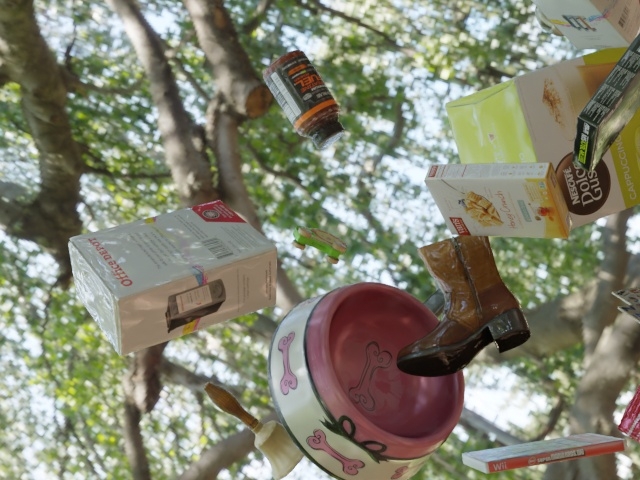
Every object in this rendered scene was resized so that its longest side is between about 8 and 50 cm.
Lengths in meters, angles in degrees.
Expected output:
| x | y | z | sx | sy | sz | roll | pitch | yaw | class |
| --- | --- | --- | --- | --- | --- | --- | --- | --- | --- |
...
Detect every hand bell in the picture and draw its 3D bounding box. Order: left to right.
| x | y | z | sx | sy | sz | roll | pitch | yaw | class |
| --- | --- | --- | --- | --- | --- | --- | --- | --- | --- |
| -0.147 | 0.375 | 1.920 | 0.126 | 0.242 | 0.126 | -47 | 12 | 13 | hand bell |

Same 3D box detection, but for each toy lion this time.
| x | y | z | sx | sy | sz | roll | pitch | yaw | class |
| --- | --- | --- | --- | --- | --- | --- | --- | --- | --- |
| 0.000 | 0.000 | 1.553 | 0.034 | 0.100 | 0.096 | -64 | 13 | 14 | toy lion |

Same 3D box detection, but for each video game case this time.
| x | y | z | sx | sy | sz | roll | pitch | yaw | class |
| --- | --- | --- | --- | --- | --- | --- | --- | --- | --- |
| 0.448 | 0.429 | 1.876 | 0.204 | 0.285 | 0.025 | 118 | 143 | -81 | video game case |

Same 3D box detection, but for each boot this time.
| x | y | z | sx | sy | sz | roll | pitch | yaw | class |
| --- | --- | --- | --- | --- | --- | --- | --- | --- | --- |
| 0.286 | 0.179 | 2.456 | 0.208 | 0.076 | 0.189 | -49 | 3 | -6 | boot |
| 0.241 | 0.109 | 1.806 | 0.264 | 0.280 | 0.096 | -24 | -40 | 7 | boot |

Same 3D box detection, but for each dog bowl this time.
| x | y | z | sx | sy | sz | roll | pitch | yaw | class |
| --- | --- | --- | --- | --- | --- | --- | --- | --- | --- |
| 0.107 | 0.260 | 1.796 | 0.408 | 0.408 | 0.150 | -29 | -10 | -45 | dog bowl |

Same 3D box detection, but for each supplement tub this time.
| x | y | z | sx | sy | sz | roll | pitch | yaw | class |
| --- | --- | --- | --- | --- | --- | --- | --- | --- | --- |
| -0.028 | -0.290 | 1.927 | 0.106 | 0.198 | 0.106 | -32 | -6 | -4 | supplement tub |

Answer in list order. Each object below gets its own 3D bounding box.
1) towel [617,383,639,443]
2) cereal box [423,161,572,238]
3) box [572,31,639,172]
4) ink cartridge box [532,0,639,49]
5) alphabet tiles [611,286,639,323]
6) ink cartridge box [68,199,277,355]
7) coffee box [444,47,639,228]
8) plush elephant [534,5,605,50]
| x | y | z | sx | sy | sz | roll | pitch | yaw | class |
| --- | --- | --- | --- | --- | --- | --- | --- | --- | --- |
| 0.695 | 0.326 | 1.683 | 0.031 | 0.275 | 0.199 | 15 | -77 | -46 | towel |
| 0.332 | -0.073 | 1.730 | 0.173 | 0.240 | 0.047 | 55 | -133 | -42 | cereal box |
| 0.496 | -0.229 | 1.557 | 0.191 | 0.045 | 0.184 | -52 | -20 | -10 | box |
| 0.502 | -0.455 | 1.712 | 0.176 | 0.127 | 0.128 | 32 | -103 | -37 | ink cartridge box |
| 0.824 | 0.164 | 2.236 | 0.198 | 0.237 | 0.009 | -7 | -68 | -18 | alphabet tiles |
| -0.259 | 0.056 | 1.643 | 0.306 | 0.226 | 0.131 | -18 | -54 | -28 | ink cartridge box |
| 0.529 | -0.215 | 2.062 | 0.334 | 0.338 | 0.338 | -19 | -85 | -17 | coffee box |
| 0.691 | -0.605 | 2.311 | 0.330 | 0.271 | 0.255 | 140 | 136 | -68 | plush elephant |
